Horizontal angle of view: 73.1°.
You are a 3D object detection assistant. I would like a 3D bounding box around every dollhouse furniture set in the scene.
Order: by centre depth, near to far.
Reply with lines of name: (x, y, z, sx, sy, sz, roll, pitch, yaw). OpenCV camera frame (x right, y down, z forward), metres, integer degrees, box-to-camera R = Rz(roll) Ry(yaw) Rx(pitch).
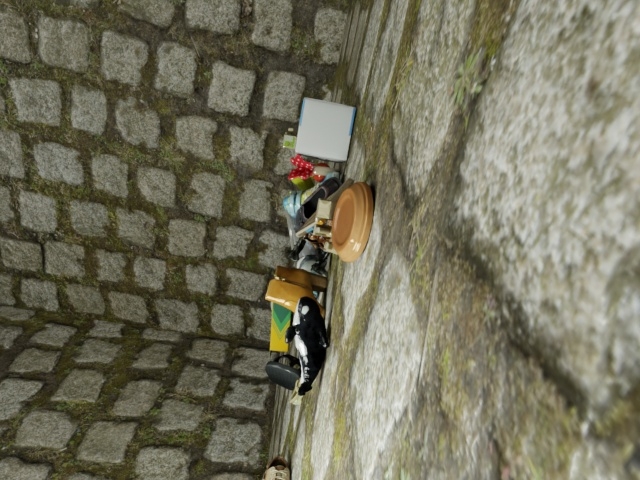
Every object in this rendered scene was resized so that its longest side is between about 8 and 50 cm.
dollhouse furniture set: (0.076, -0.033, 1.226, 0.151, 0.123, 0.144, 14, 96, 50)

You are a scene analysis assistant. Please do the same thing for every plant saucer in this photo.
plant saucer: (0.070, -0.047, 1.052, 0.200, 0.037, 0.200, -171, 90, -72)

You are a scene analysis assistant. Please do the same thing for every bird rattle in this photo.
bird rattle: (-0.024, -0.289, 1.755, 0.253, 0.206, 0.143, 136, 138, -83)

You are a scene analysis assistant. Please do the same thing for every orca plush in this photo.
orca plush: (-0.025, 0.315, 1.284, 0.102, 0.151, 0.288, -7, 67, 52)

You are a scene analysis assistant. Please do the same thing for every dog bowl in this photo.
dog bowl: (-0.085, -0.012, 1.984, 0.349, 0.102, 0.350, 171, 90, -84)

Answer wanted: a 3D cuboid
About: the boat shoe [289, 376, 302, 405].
boat shoe: (-0.090, 0.592, 1.700, 0.056, 0.048, 0.153, -88, 9, -53)

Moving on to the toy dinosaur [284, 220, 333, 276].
toy dinosaur: (0.000, 0.000, 1.561, 0.219, 0.164, 0.322, -63, -15, -10)

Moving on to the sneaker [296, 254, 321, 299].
sneaker: (-0.039, 0.185, 1.762, 0.122, 0.109, 0.283, -107, 18, -51)

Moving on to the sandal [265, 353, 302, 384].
sandal: (-0.154, 0.568, 1.900, 0.107, 0.167, 0.446, -63, -2, -25)

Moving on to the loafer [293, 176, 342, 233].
loafer: (-0.032, -0.120, 1.613, 0.095, 0.109, 0.302, -28, -15, -49)

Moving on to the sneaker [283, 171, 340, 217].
sneaker: (-0.040, -0.170, 1.719, 0.319, 0.208, 0.127, 109, 171, -57)

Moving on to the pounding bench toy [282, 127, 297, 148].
pounding bench toy: (-0.122, -0.426, 1.774, 0.065, 0.052, 0.084, -88, 8, -65)

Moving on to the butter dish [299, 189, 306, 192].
butter dish: (-0.018, -0.194, 2.082, 0.160, 0.118, 0.160, 57, 179, -13)

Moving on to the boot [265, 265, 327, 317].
boot: (-0.091, 0.228, 1.515, 0.104, 0.211, 0.295, 106, 172, -51)

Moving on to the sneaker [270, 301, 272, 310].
sneaker: (-0.106, 0.269, 2.071, 0.365, 0.150, 0.135, -29, 78, 54)

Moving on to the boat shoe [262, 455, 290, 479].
boat shoe: (-0.169, 0.906, 1.616, 0.324, 0.122, 0.117, 143, 139, -80)

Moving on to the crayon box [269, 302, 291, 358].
crayon box: (-0.162, 0.332, 1.877, 0.203, 0.083, 0.323, -83, -1, -70)

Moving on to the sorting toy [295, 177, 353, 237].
sorting toy: (0.015, -0.097, 1.393, 0.193, 0.038, 0.208, -49, 5, -25)

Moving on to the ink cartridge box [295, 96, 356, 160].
ink cartridge box: (0.010, -0.421, 1.692, 0.270, 0.196, 0.198, -112, 32, -81)
